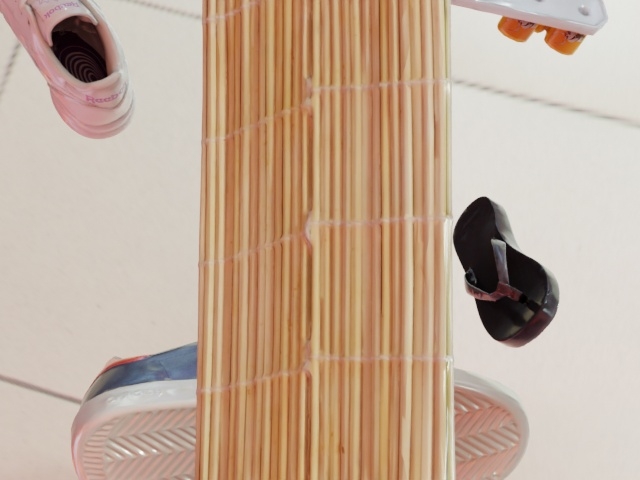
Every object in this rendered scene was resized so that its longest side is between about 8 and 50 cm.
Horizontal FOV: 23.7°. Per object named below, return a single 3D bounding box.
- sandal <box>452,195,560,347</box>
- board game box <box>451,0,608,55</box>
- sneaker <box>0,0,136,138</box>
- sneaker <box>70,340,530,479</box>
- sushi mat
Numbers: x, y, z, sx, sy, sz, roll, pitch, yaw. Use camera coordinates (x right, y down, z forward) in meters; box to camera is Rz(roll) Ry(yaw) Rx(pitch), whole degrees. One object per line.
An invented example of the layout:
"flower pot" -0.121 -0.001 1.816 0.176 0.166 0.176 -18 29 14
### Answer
"sandal" 0.190 0.034 1.691 0.097 0.054 0.254 -54 28 16
"board game box" 0.019 -0.333 1.246 0.390 0.050 0.390 8 51 -21
"sneaker" -0.284 -0.261 1.623 0.114 0.152 0.305 -32 82 -14
"sneaker" -0.016 0.126 1.194 0.350 0.148 0.131 2 113 -5
"sushi mat" 0.000 0.000 0.739 0.151 0.019 0.317 -9 74 37
